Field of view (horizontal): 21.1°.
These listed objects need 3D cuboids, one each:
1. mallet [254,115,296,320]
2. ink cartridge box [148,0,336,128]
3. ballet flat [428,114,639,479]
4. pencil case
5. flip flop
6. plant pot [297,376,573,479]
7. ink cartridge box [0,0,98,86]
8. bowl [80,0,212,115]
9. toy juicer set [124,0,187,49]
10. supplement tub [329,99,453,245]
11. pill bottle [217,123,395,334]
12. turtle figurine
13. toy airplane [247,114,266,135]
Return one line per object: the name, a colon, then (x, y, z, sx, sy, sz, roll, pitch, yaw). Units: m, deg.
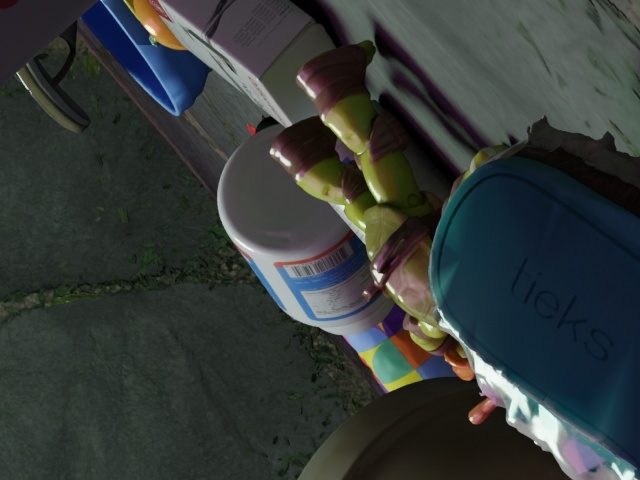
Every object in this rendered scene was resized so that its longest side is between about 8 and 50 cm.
mallet: (-0.032, -0.023, 1.574, 0.062, 0.039, 0.190, -135, 39, -66)
ink cartridge box: (-0.050, -0.138, 1.147, 0.135, 0.056, 0.099, 40, 175, 30)
ballet flat: (0.196, 0.088, 0.591, 0.409, 0.147, 0.147, 49, 176, 41)
pencil case: (0.082, 0.100, 1.635, 0.236, 0.104, 0.104, 53, 174, -18)
flip flop: (-0.286, -0.231, 1.689, 0.112, 0.080, 0.277, -131, 17, -72)
plant pot: (0.166, 0.271, 1.268, 0.323, 0.323, 0.280, 52, 157, -20)
ink cartridge box: (-0.165, -0.233, 0.704, 0.289, 0.211, 0.121, 51, 173, -27)
bowl: (-0.227, -0.287, 1.577, 0.391, 0.077, 0.391, 50, 175, 6)
toy juicer set: (-0.182, -0.255, 1.209, 0.329, 0.089, 0.209, 56, -178, -38)
supplement tub: (0.046, -0.031, 1.132, 0.107, 0.071, 0.071, 48, 175, 6)
pill bottle: (0.000, 0.000, 1.450, 0.124, 0.124, 0.221, 47, 174, 26)
turtle figurine: (0.055, 0.004, 1.015, 0.217, 0.087, 0.269, 52, 162, 21)
toy airplane: (-0.023, -0.070, 1.670, 0.151, 0.028, 0.151, 49, 173, 8)
